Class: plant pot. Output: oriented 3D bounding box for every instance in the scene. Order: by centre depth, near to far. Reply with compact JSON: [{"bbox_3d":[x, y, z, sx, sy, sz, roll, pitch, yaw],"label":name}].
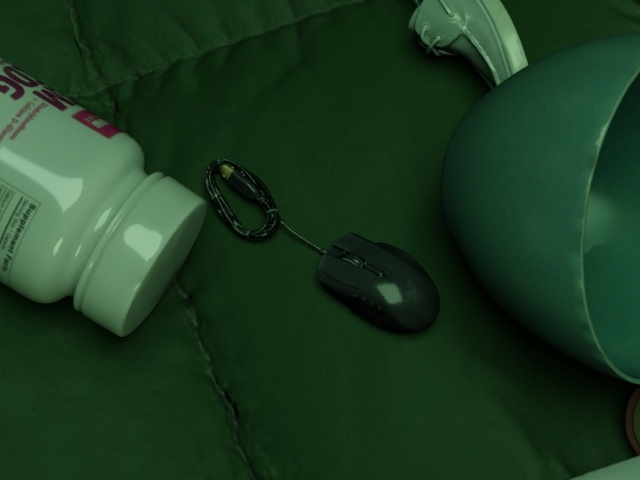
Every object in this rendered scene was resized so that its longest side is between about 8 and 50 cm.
[{"bbox_3d":[0.216,-0.040,1.607,0.195,0.290,0.290,12,62,38],"label":"plant pot"}]

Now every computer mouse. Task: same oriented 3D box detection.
[{"bbox_3d":[0.000,0.000,1.667,0.242,0.041,0.071,32,70,7],"label":"computer mouse"}]

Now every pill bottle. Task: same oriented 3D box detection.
[{"bbox_3d":[-0.247,-0.049,1.593,0.283,0.160,0.160,31,69,5],"label":"pill bottle"}]

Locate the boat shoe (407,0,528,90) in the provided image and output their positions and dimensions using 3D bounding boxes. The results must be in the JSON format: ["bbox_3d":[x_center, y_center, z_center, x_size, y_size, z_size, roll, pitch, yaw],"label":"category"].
[{"bbox_3d":[0.116,-0.207,1.747,0.081,0.079,0.227,-26,69,-6],"label":"boat shoe"}]

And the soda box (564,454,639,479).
[{"bbox_3d":[0.279,0.321,1.546,0.098,0.091,0.286,-16,72,-13],"label":"soda box"}]

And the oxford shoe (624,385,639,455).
[{"bbox_3d":[0.434,0.173,1.627,0.348,0.130,0.123,12,107,11],"label":"oxford shoe"}]
